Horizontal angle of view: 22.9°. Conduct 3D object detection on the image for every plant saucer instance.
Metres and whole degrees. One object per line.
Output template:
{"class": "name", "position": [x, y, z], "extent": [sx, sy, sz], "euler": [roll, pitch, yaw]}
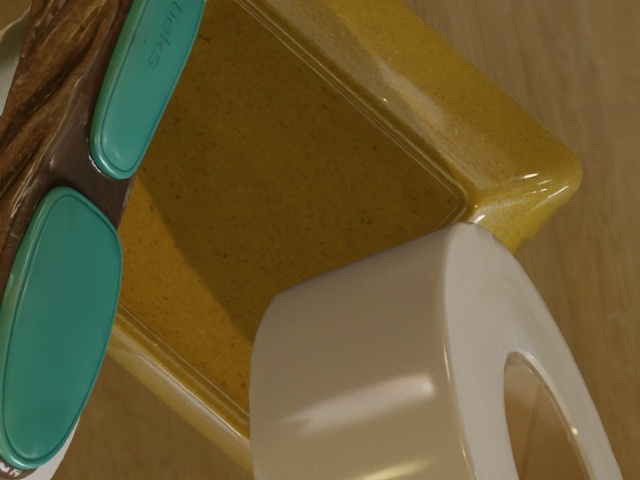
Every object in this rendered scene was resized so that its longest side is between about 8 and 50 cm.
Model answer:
{"class": "plant saucer", "position": [-0.050, -0.027, 1.064], "extent": [0.333, 0.081, 0.333], "euler": [41, 105, -4]}

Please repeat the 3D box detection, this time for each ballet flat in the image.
{"class": "ballet flat", "position": [-0.166, -0.032, 0.891], "extent": [0.124, 0.116, 0.342], "euler": [4, 68, 24]}

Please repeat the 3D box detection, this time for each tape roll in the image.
{"class": "tape roll", "position": [0.075, 0.139, 0.766], "extent": [0.100, 0.286, 0.286], "euler": [-20, 104, 18]}

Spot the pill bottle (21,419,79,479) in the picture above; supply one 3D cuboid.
{"class": "pill bottle", "position": [-0.315, 0.081, 1.109], "extent": [0.278, 0.162, 0.162], "euler": [18, 105, 13]}
